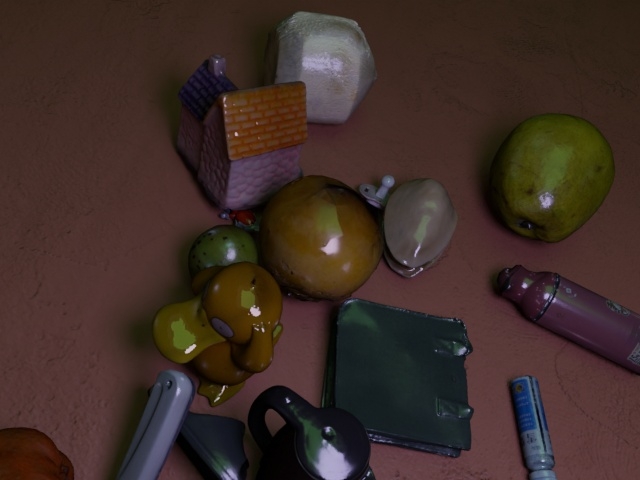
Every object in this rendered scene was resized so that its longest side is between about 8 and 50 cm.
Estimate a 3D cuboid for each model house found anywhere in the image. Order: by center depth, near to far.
[{"bbox_3d":[-0.147,-0.230,1.257,0.202,0.237,0.237,-16,52,-31],"label":"model house"}]

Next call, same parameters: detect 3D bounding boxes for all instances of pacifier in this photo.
[{"bbox_3d":[0.135,-0.108,1.370,0.099,0.078,0.081,26,31,5],"label":"pacifier"}]

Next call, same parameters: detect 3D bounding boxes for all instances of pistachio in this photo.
[{"bbox_3d":[0.201,-0.031,1.302,0.152,0.126,0.223,15,62,1],"label":"pistachio"}]

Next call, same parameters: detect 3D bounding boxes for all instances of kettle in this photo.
[{"bbox_3d":[-0.021,0.305,0.916,0.144,0.232,0.202,-33,68,-34],"label":"kettle"}]

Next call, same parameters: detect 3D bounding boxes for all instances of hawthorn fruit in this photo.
[{"bbox_3d":[-0.425,0.356,0.788,0.243,0.207,0.207,-17,61,-17],"label":"hawthorn fruit"}]

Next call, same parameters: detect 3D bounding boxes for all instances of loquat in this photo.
[{"bbox_3d":[0.000,0.000,1.154,0.235,0.235,0.235,8,53,-11],"label":"loquat"}]

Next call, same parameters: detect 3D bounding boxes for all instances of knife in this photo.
[{"bbox_3d":[-0.254,0.310,0.901,0.073,0.040,0.265,12,74,35],"label":"knife"}]

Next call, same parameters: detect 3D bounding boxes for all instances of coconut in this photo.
[{"bbox_3d":[0.005,-0.389,1.445,0.247,0.245,0.244,2,54,-17],"label":"coconut"}]

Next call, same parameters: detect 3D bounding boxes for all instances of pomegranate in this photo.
[{"bbox_3d":[-0.156,0.045,1.141,0.159,0.129,0.129,37,52,-2],"label":"pomegranate"}]

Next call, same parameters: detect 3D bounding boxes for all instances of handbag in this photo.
[{"bbox_3d":[0.140,0.236,1.115,0.260,0.079,0.247,12,52,-9],"label":"handbag"}]

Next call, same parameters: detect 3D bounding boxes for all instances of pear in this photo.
[{"bbox_3d":[0.498,-0.137,1.392,0.253,0.253,0.307,27,64,4],"label":"pear"}]

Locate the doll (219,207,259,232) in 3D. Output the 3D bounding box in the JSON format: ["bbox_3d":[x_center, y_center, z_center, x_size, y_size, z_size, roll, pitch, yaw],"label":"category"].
[{"bbox_3d":[-0.151,-0.041,1.261,0.114,0.039,0.057,43,32,25],"label":"doll"}]

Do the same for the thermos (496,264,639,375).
[{"bbox_3d":[0.510,0.135,1.278,0.330,0.109,0.136,27,52,5],"label":"thermos"}]

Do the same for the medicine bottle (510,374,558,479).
[{"bbox_3d":[0.376,0.335,1.127,0.051,0.051,0.191,9,53,-10],"label":"medicine bottle"}]

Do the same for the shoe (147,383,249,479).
[{"bbox_3d":[-0.160,0.294,0.965,0.093,0.108,0.241,-34,66,-30],"label":"shoe"}]

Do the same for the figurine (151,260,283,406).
[{"bbox_3d":[-0.145,0.136,1.008,0.215,0.228,0.215,-3,64,7],"label":"figurine"}]
